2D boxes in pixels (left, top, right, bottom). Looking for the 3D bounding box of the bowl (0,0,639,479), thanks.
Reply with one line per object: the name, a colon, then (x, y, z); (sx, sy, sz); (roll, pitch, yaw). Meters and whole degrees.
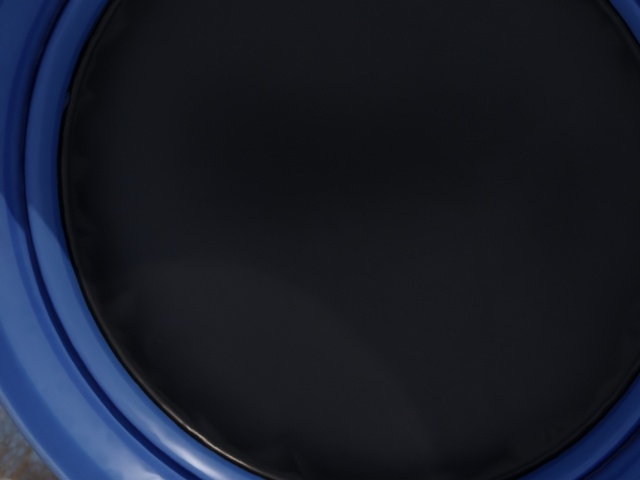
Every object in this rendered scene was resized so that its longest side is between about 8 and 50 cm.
bowl: (0.000, 0.000, 0.384); (0.391, 0.077, 0.391); (6, -71, 17)
